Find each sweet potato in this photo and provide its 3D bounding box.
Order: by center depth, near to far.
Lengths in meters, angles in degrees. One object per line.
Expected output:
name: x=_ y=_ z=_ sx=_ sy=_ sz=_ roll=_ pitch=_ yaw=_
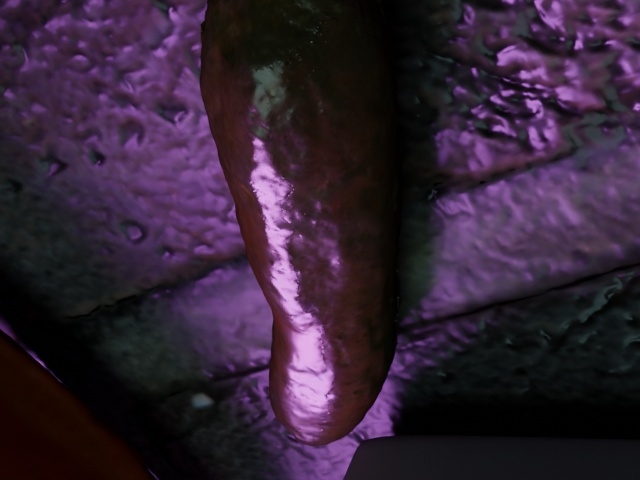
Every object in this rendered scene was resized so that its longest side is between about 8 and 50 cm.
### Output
sweet potato: x=0.000 y=0.000 z=0.539 sx=0.075 sy=0.075 sz=0.273 roll=11 pitch=137 yaw=17

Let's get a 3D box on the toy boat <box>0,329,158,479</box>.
toy boat: x=-0.171 y=0.142 z=0.699 sx=0.332 sy=0.145 sz=0.133 roll=49 pitch=154 yaw=-17

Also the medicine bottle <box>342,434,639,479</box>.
medicine bottle: x=0.154 y=0.157 z=0.575 sx=0.296 sy=0.111 sz=0.161 roll=-3 pitch=128 yaw=30
